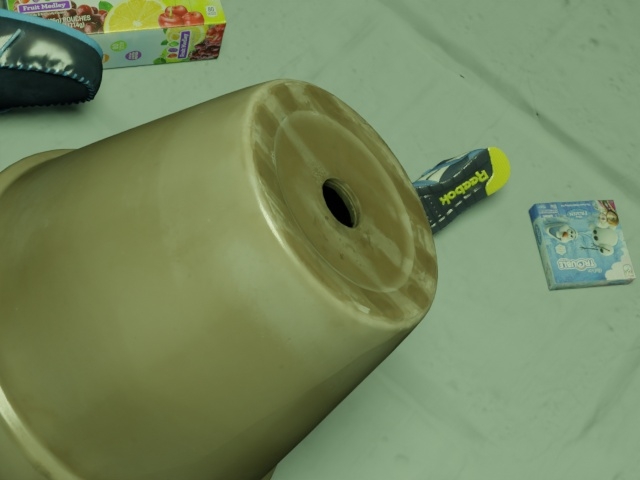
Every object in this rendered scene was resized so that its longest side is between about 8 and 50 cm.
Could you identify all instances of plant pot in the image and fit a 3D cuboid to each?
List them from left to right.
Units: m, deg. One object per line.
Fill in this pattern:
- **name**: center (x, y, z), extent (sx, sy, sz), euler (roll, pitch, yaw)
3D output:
- **plant pot**: center (-0.081, 0.031, 0.784), extent (0.323, 0.280, 0.323), euler (33, 39, -33)

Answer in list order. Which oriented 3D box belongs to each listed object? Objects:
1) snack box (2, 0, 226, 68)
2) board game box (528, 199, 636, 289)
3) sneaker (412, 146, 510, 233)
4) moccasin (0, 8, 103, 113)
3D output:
- **snack box**: center (-0.215, -0.263, 1.085), extent (0.207, 0.070, 0.175), euler (-7, 67, -17)
- **board game box**: center (0.266, 0.003, 1.095), extent (0.090, 0.020, 0.090), euler (-4, 67, -15)
- **sneaker**: center (0.118, -0.046, 1.071), extent (0.144, 0.059, 0.053), euler (-26, 104, -7)
- **moccasin**: center (-0.368, -0.133, 0.972), extent (0.341, 0.138, 0.117), euler (0, 68, 3)
